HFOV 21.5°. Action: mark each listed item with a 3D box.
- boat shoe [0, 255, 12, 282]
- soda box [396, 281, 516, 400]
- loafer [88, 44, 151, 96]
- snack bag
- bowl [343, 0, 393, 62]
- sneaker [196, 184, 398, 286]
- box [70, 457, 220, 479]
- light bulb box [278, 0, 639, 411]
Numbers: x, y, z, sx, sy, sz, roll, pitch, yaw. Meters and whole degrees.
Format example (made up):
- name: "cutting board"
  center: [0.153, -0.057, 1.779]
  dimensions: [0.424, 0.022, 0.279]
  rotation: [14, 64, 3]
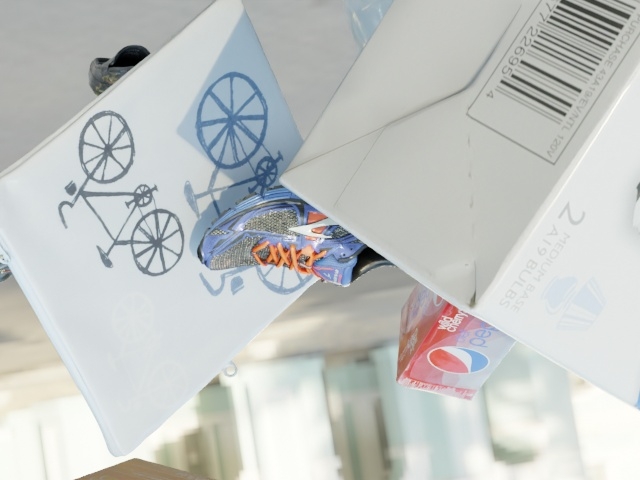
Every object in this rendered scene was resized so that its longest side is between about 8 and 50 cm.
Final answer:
- name: "boat shoe"
  center: [-0.337, 0.027, 1.728]
  dimensions: [0.049, 0.042, 0.133]
  rotation: [6, -165, 24]
- name: "soda box"
  center: [0.142, 0.056, 1.576]
  dimensions: [0.083, 0.092, 0.263]
  rotation: [11, 151, -8]
- name: "loafer"
  center: [-0.232, -0.206, 2.095]
  dimensions: [0.076, 0.078, 0.223]
  rotation: [-1, -164, -26]
- name: "snack bag"
  center: [-0.135, -0.009, 1.543]
  dimensions: [0.037, 0.323, 0.342]
  rotation: [16, -130, 44]
- name: "bowl"
  center: [0.135, -0.333, 1.964]
  dimensions: [0.298, 0.134, 0.298]
  rotation: [-32, -168, 8]
- name: "sneaker"
  center: [0.000, 0.000, 1.505]
  dimensions: [0.221, 0.087, 0.083]
  rotation: [-9, 154, -7]
- name: "box"
  center: [-0.207, 0.351, 1.680]
  dimensions: [0.215, 0.168, 0.345]
  rotation: [10, -169, 29]
- name: "light bulb box"
  center: [0.237, -0.077, 1.103]
  dimensions: [0.361, 0.358, 0.225]
  rotation: [29, -174, -40]
